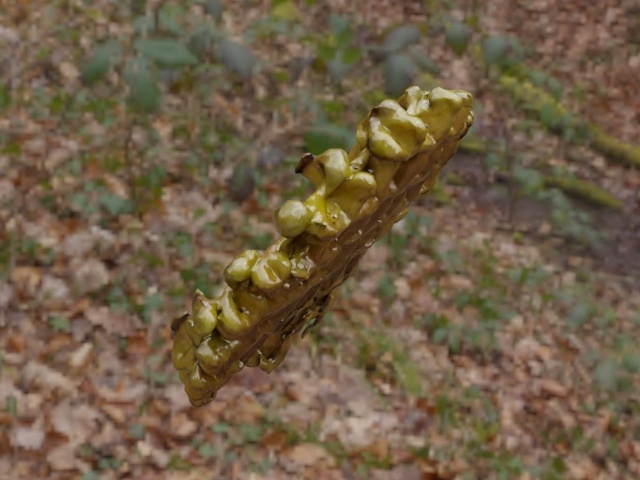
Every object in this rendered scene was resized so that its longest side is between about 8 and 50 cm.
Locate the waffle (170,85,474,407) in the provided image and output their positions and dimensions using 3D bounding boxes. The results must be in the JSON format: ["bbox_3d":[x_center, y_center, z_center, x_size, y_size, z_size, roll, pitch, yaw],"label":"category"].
[{"bbox_3d":[0.000,0.000,0.745,0.051,0.231,0.228,44,71,8],"label":"waffle"}]
